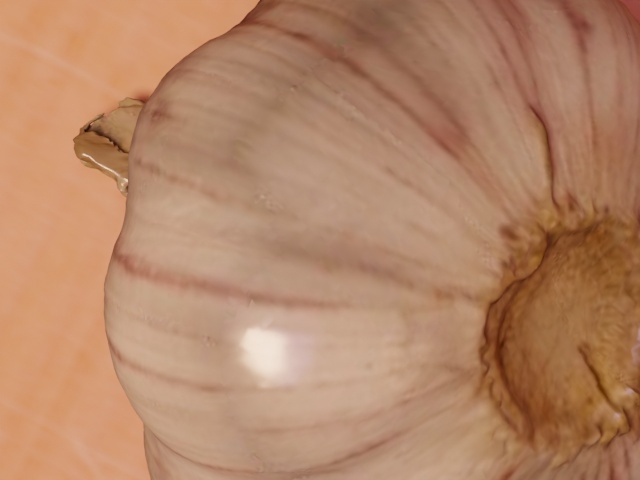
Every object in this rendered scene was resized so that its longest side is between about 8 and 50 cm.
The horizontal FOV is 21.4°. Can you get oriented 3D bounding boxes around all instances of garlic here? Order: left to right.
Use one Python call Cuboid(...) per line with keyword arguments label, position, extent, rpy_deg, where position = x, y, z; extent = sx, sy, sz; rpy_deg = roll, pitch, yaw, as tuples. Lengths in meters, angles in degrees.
Cuboid(label="garlic", position=(0.000, 0.000, 0.623), extent=(0.253, 0.245, 0.245), rpy_deg=(21, 108, 42))
